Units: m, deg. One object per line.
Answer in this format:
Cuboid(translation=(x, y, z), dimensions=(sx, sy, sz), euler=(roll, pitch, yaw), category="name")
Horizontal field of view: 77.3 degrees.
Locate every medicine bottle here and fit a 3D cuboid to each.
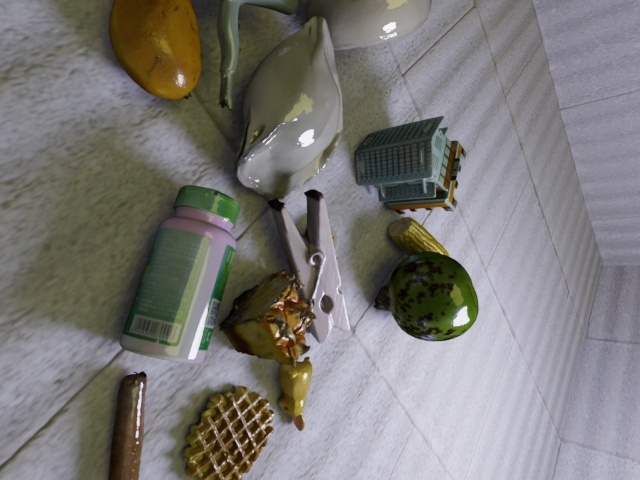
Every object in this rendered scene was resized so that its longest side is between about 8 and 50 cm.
Cuboid(translation=(-0.218, 0.052, 0.660), dimensions=(0.133, 0.133, 0.274), euler=(25, 72, -40), category="medicine bottle")

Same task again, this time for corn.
Cuboid(translation=(0.298, 0.021, 1.173), dimensions=(0.244, 0.093, 0.093), euler=(37, 64, -35), category="corn")

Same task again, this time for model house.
Cuboid(translation=(0.238, -0.195, 1.049), dimensions=(0.215, 0.224, 0.198), euler=(31, 70, -42), category="model house")

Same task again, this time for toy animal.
Cuboid(translation=(-0.055, 0.330, 0.843), dimensions=(0.083, 0.070, 0.159), euler=(-64, 157, -77), category="toy animal")

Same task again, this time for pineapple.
Cuboid(translation=(-0.098, 0.147, 0.759), dimensions=(0.186, 0.236, 0.114), euler=(-28, 106, 1), category="pineapple")

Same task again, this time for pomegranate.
Cuboid(translation=(0.277, 0.148, 1.058), dimensions=(0.270, 0.254, 0.254), euler=(-1, 88, -4), category="pomegranate")

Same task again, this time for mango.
Cuboid(translation=(-0.267, -0.347, 0.652), dimensions=(0.147, 0.109, 0.227), euler=(-10, 93, -43), category="mango")

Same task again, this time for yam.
Cuboid(translation=(-0.303, 0.340, 0.623), dimensions=(0.046, 0.046, 0.264), euler=(8, 82, -43), category="yam")

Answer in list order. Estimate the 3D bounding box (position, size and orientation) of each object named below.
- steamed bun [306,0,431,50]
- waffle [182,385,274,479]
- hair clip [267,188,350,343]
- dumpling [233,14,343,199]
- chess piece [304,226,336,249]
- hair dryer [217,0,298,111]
Cuboid(translation=(0.099, -0.545, 0.885), dimensions=(0.283, 0.283, 0.177), euler=(-46, 134, -35), category="steamed bun")
Cuboid(translation=(-0.167, 0.368, 0.754), dimensions=(0.191, 0.038, 0.191), euler=(3, 86, -42), category="waffle")
Cuboid(translation=(-0.015, 0.059, 0.864), dimensions=(0.101, 0.085, 0.331), euler=(-22, 112, -21), category="hair clip")
Cuboid(translation=(-0.040, -0.254, 0.828), dimensions=(0.260, 0.181, 0.341), euler=(42, 48, -57), category="dumpling")
Cuboid(translation=(0.000, 0.000, 0.933), dimensions=(0.083, 0.038, 0.083), euler=(4, 84, -44), category="chess piece")
Cuboid(translation=(-0.122, -0.390, 0.733), dimensions=(0.229, 0.092, 0.267), euler=(-30, 119, -41), category="hair dryer")
